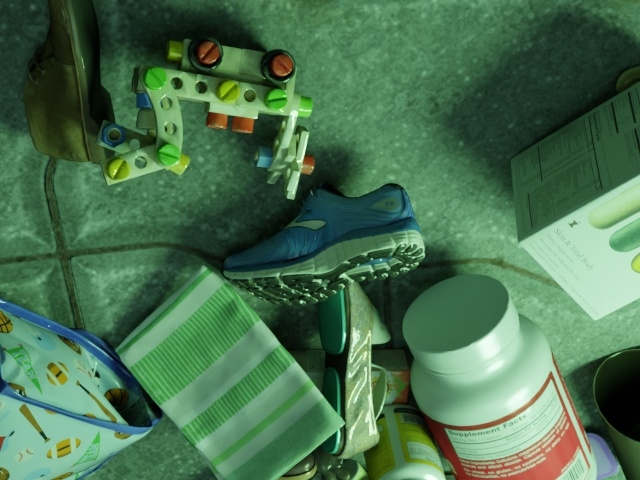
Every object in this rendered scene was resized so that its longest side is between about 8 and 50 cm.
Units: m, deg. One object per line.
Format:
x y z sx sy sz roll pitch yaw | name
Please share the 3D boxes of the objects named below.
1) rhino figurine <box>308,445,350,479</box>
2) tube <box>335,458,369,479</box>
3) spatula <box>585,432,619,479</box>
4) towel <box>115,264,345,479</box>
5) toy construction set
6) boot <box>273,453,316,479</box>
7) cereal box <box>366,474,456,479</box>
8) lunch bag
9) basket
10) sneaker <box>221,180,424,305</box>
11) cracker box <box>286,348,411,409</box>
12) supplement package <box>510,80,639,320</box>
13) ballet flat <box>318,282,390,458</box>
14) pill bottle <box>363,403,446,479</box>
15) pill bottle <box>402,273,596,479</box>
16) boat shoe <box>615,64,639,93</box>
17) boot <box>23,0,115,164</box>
-0.072 0.404 2.120 0.243 0.106 0.073 -15 161 7 | rhino figurine
0.102 0.485 2.206 0.070 0.062 0.240 -30 120 7 | tube
0.386 0.430 2.204 0.296 0.030 0.084 -30 80 21 | spatula
-0.149 0.225 1.912 0.248 0.038 0.325 -43 81 25 | towel
-0.136 -0.160 1.688 0.328 0.151 0.215 8 89 -32 | toy construction set
-0.108 0.255 1.952 0.090 0.248 0.207 -30 133 -41 | boot
0.177 0.498 2.181 0.240 0.047 0.173 1 112 -24 | cereal box
-0.477 0.286 1.910 0.328 0.239 0.385 -38 142 17 | lunch bag
0.561 0.327 2.086 0.154 0.204 0.227 -26 132 -1 | basket
0.000 0.000 1.851 0.330 0.147 0.130 -16 151 24 | sneaker
0.025 0.259 2.048 0.232 0.067 0.155 0 122 -7 | cracker box
0.439 -0.062 1.772 0.263 0.198 0.199 -32 121 27 | supplement package
0.054 0.182 1.944 0.106 0.107 0.316 -1 97 -26 | ballet flat
0.134 0.369 1.965 0.119 0.208 0.119 -3 123 -5 | pill bottle
0.281 0.260 1.977 0.229 0.229 0.407 -22 123 9 | pill bottle
0.504 -0.218 1.790 0.153 0.048 0.056 7 122 -10 | boat shoe
-0.353 -0.235 1.667 0.115 0.112 0.305 3 126 5 | boot
